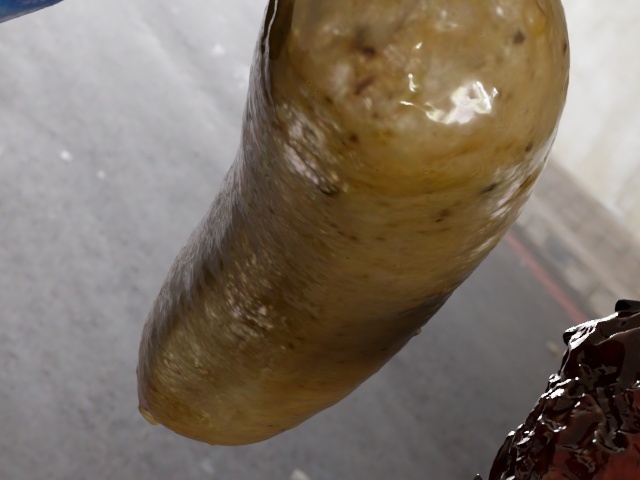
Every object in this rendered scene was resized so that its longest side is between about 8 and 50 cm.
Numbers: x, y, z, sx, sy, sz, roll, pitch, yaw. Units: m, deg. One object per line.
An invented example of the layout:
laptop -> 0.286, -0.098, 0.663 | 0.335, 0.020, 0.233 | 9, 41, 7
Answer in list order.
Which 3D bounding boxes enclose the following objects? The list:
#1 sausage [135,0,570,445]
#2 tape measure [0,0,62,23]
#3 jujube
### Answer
sausage -> 0.003, -0.001, 0.799 | 0.123, 0.136, 0.501 | 64, -21, 14
tape measure -> -0.199, -0.214, 0.740 | 0.259, 0.138, 0.262 | -34, 116, -65
jujube -> 0.125, 0.095, 0.683 | 0.104, 0.166, 0.104 | 22, -33, 15
